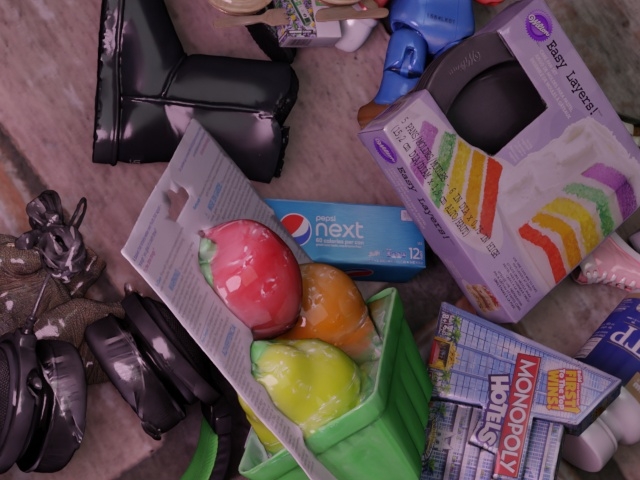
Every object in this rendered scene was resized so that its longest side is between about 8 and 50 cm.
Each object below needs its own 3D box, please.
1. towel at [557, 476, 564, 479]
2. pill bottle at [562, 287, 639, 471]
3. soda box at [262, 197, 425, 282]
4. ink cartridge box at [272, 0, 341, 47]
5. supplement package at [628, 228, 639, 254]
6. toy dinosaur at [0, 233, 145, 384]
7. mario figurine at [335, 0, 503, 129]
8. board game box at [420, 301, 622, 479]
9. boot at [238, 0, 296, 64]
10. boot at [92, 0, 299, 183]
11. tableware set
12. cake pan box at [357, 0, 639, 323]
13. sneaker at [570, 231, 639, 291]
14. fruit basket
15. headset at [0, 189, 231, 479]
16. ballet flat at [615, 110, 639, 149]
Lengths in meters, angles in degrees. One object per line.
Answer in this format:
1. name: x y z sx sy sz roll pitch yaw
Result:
1. towel: 0.092 0.288 1.808 0.329 0.037 0.237 29 71 -7
2. pill bottle: 0.318 0.150 1.867 0.112 0.112 0.187 44 69 -1
3. soda box: 0.000 0.000 1.837 0.210 0.071 0.067 4 74 -15
4. ink cartridge box: -0.019 -0.263 1.880 0.062 0.029 0.115 -3 73 -21
5. supplement package: 0.490 -0.024 1.942 0.244 0.139 0.134 -35 92 -20
6. toy dinosaur: -0.279 0.065 1.736 0.160 0.121 0.313 -47 111 -7
7. mario figurine: 0.124 -0.265 1.939 0.198 0.170 0.321 16 80 -49
8. board game box: 0.199 0.176 1.777 0.194 0.060 0.194 10 73 11
9. boot: -0.041 -0.260 1.912 0.099 0.045 0.121 -40 90 -27
10. boot: -0.128 -0.186 1.836 0.207 0.094 0.247 4 82 -11
11. tableware set: -0.036 -0.272 1.838 0.194 0.039 0.128 -6 67 -14
12. cake pan box: 0.199 -0.088 1.843 0.245 0.070 0.267 -40 105 -23
13. sneaker: 0.318 0.037 1.930 0.134 0.051 0.070 44 71 2
14. fruit basket: -0.048 0.083 1.643 0.165 0.327 0.353 -38 105 21
15. headset: -0.206 0.140 1.611 0.243 0.185 0.394 -17 117 -15
16. ballet flat: 0.350 -0.108 1.966 0.213 0.068 0.072 12 73 -13
